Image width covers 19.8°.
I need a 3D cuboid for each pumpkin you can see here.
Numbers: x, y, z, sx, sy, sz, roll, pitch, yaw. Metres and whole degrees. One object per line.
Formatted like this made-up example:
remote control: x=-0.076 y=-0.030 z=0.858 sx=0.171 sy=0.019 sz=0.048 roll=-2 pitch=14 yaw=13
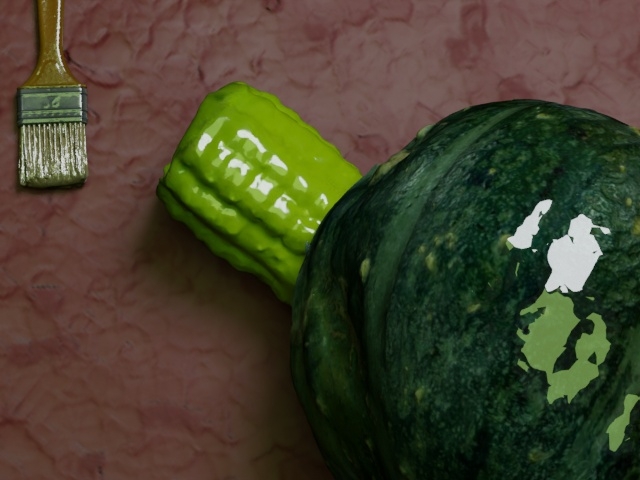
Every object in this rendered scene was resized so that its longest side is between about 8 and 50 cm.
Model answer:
pumpkin: x=0.148 y=0.065 z=0.978 sx=0.293 sy=0.197 sz=0.263 roll=40 pitch=72 yaw=-17

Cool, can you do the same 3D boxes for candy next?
candy: x=0.000 y=0.000 z=1.072 sx=0.209 sy=0.097 sz=0.097 roll=41 pitch=78 yaw=-3

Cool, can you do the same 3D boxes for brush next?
brush: x=-0.164 y=-0.114 z=1.122 sx=0.043 sy=0.014 sz=0.170 roll=-2 pitch=77 yaw=-3
